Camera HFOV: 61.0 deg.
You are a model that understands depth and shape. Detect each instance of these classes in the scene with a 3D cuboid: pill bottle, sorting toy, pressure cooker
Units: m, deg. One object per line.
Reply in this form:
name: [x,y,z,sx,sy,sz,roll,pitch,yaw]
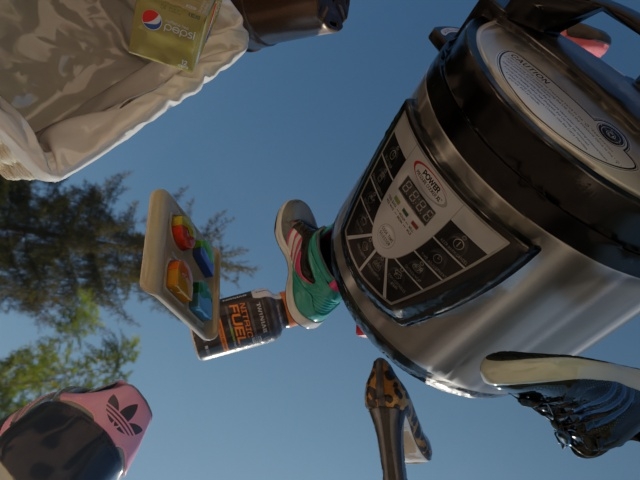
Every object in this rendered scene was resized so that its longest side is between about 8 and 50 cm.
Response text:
pill bottle: [-0.176,0.187,1.269,0.246,0.130,0.130,-15,-115,-10]
sorting toy: [-0.217,0.042,0.902,0.038,0.208,0.193,-14,-125,13]
pressure cooker: [0.242,-0.061,0.646,0.420,0.370,0.375,-57,-170,42]

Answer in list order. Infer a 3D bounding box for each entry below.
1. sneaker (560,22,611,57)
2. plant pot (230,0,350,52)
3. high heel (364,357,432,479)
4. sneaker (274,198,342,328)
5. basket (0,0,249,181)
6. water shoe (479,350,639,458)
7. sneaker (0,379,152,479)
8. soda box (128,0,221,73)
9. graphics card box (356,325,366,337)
sneaker: [0.372,-0.302,0.988,0.314,0.116,0.136,9,-85,57]
plant pot: [-0.051,-0.390,0.865,0.165,0.167,0.167,7,-95,26]
high heel: [0.131,0.283,0.916,0.093,0.261,0.186,-8,-99,13]
sneaker: [0.000,0.000,1.043,0.178,0.124,0.295,-44,-136,37]
basket: [-0.336,-0.283,0.676,0.266,0.331,0.328,3,-138,52]
water shoe: [0.216,0.138,0.446,0.073,0.203,0.080,-14,-115,60]
sneaker: [-0.231,0.189,0.509,0.112,0.131,0.319,57,-29,-8]
soda box: [-0.135,-0.237,0.543,0.181,0.061,0.058,-90,-159,-49]
graphics card box: [0.192,0.028,1.198,0.233,0.094,0.370,-11,-110,45]
